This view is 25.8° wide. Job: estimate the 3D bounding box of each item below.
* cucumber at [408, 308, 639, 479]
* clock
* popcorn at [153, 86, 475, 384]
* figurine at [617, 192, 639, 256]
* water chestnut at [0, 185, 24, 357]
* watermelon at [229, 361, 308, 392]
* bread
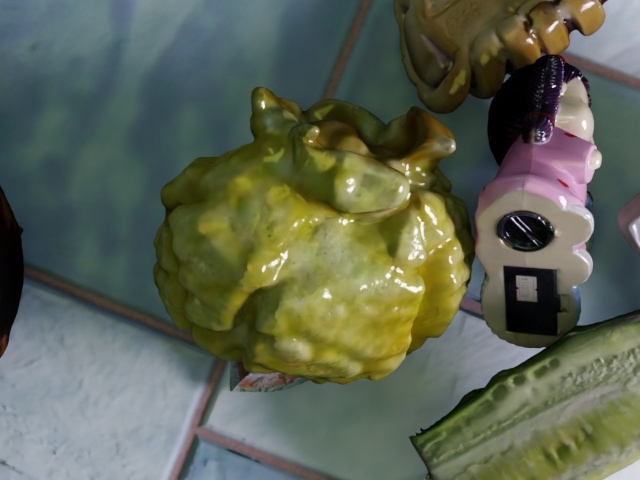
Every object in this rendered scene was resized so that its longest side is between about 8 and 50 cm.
[{"bbox_3d":[0.233,0.130,1.140,0.325,0.105,0.145,-35,92,29],"label":"cucumber"},{"bbox_3d":[0.184,-0.037,1.169,0.100,0.194,0.195,5,46,13],"label":"clock"},{"bbox_3d":[0.000,0.000,1.144,0.270,0.258,0.224,-28,55,4],"label":"popcorn"},{"bbox_3d":[0.427,0.018,1.151,0.342,0.167,0.285,-8,110,-18],"label":"figurine"},{"bbox_3d":[-0.387,0.052,1.119,0.335,0.335,0.347,-44,54,-3],"label":"water chestnut"},{"bbox_3d":[-0.047,0.096,1.235,0.085,0.061,0.085,0,95,-1],"label":"watermelon"},{"bbox_3d":[0.169,-0.205,1.240,0.225,0.081,0.134,-32,57,1],"label":"bread"}]
